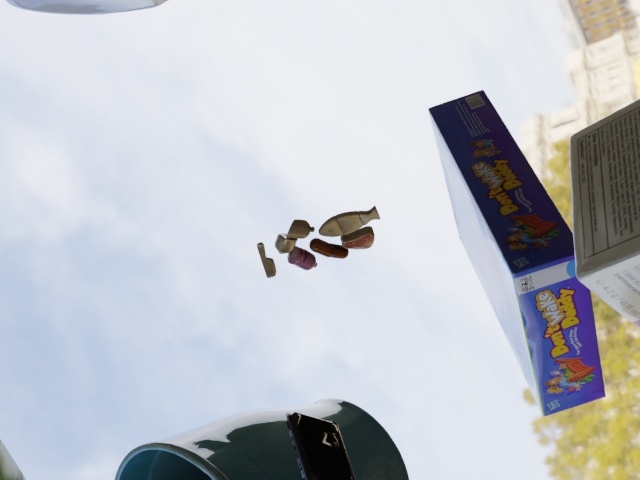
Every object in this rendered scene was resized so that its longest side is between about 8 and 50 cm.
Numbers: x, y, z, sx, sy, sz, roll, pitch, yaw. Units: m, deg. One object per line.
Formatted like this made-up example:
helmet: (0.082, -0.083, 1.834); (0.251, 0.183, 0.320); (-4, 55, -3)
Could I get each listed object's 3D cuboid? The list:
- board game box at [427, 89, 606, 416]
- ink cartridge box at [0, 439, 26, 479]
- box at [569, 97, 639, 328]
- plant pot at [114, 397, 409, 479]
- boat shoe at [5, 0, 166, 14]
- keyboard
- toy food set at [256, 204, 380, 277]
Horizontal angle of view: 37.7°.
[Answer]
board game box: (0.233, 0.005, 1.140); (0.347, 0.078, 0.233); (-105, -5, -52)
ink cartridge box: (-0.332, 0.288, 0.696); (0.097, 0.189, 0.255); (80, -179, -46)
box: (0.308, -0.042, 0.660); (0.127, 0.232, 0.148); (34, -134, -29)
plant pot: (-0.043, 0.302, 1.031); (0.255, 0.272, 0.271); (-20, -89, -44)
boat shoe: (-0.048, -0.165, 0.428); (0.083, 0.226, 0.075); (-97, -5, -47)
keyboard: (0.020, 0.235, 0.796); (0.108, 0.023, 0.180); (30, -145, -53)
toy food set: (0.000, 0.000, 0.923); (0.078, 0.122, 0.019); (77, 179, -51)
